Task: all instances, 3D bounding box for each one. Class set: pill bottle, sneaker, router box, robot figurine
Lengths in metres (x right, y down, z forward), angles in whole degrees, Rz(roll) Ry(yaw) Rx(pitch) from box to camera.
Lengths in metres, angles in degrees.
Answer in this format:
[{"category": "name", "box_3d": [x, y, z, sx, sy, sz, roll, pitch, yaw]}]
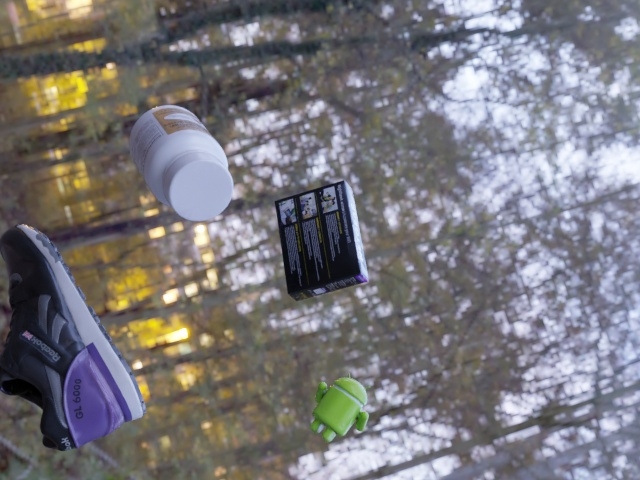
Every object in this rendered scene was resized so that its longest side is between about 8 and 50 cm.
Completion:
[{"category": "pill bottle", "box_3d": [-0.220, -0.122, 1.633, 0.229, 0.131, 0.131, -131, -152, -57]}, {"category": "sneaker", "box_3d": [-0.315, 0.103, 1.134, 0.283, 0.124, 0.107, 51, -24, 27]}, {"category": "router box", "box_3d": [0.000, 0.000, 1.734, 0.046, 0.133, 0.179, 45, 32, -61]}, {"category": "robot figurine", "box_3d": [0.032, 0.277, 1.696, 0.101, 0.115, 0.067, 32, -13, 21]}]
